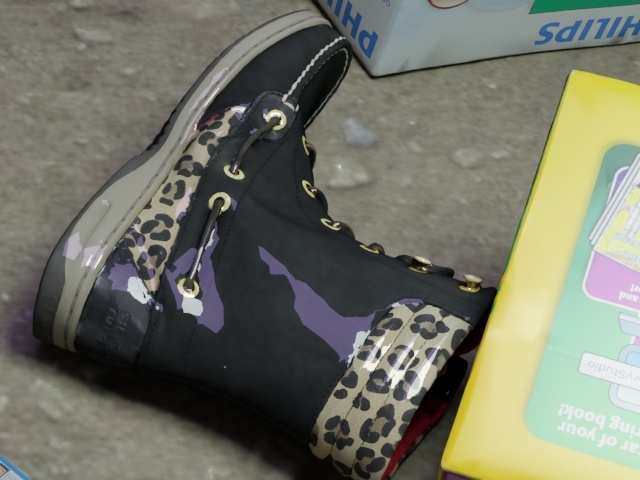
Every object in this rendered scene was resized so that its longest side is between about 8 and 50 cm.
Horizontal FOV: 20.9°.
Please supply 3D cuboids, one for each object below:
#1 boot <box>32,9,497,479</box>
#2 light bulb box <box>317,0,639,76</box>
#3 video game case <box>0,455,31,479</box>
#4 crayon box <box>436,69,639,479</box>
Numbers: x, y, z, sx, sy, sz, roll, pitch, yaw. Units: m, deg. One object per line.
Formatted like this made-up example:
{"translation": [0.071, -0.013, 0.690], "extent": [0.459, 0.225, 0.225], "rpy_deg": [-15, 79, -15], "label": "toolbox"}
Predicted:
{"translation": [0.000, 0.000, 1.288], "extent": [0.284, 0.138, 0.377], "rpy_deg": [28, 46, 13], "label": "boot"}
{"translation": [0.190, -0.368, 1.586], "extent": [0.358, 0.361, 0.225], "rpy_deg": [-11, 50, -29], "label": "light bulb box"}
{"translation": [-0.221, 0.190, 1.099], "extent": [0.166, 0.015, 0.119], "rpy_deg": [35, 43, 18], "label": "video game case"}
{"translation": [0.294, 0.083, 1.160], "extent": [0.363, 0.106, 0.313], "rpy_deg": [17, 66, 9], "label": "crayon box"}
